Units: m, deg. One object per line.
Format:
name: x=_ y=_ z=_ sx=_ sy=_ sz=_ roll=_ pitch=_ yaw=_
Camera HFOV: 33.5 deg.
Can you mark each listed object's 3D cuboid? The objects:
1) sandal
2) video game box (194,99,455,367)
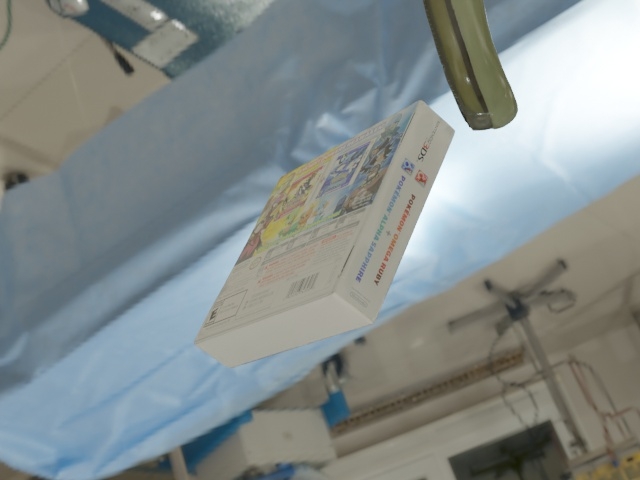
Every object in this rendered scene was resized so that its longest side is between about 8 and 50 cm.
sandal: x=0.083 y=-0.214 z=0.582 sx=0.086 sy=0.303 sz=0.120 roll=-11 pitch=-165 yaw=14
video game box: x=0.000 y=0.000 z=0.844 sx=0.048 sy=0.187 sz=0.205 roll=36 pitch=148 yaw=-21
